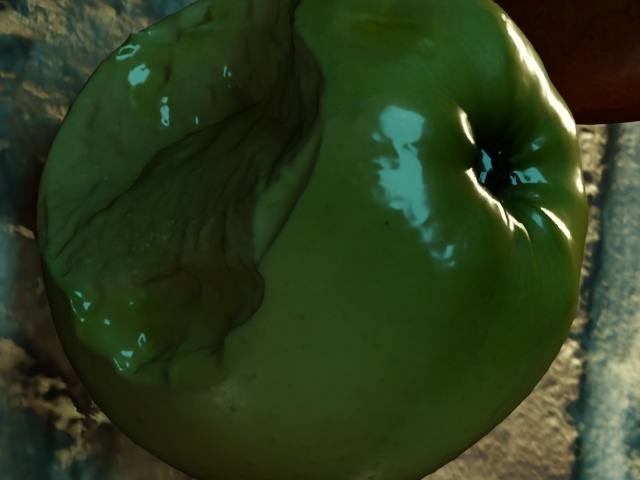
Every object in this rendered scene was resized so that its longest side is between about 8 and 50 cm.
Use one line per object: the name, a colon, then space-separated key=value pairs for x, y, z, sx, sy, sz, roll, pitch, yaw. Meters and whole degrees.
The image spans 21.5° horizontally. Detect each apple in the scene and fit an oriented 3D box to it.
apple: x=0.183 y=-0.189 z=1.092 sx=0.234 sy=0.234 sz=0.234 roll=18 pitch=61 yaw=-36
apple: x=0.000 y=0.000 z=0.841 sx=0.279 sy=0.279 sz=0.279 roll=18 pitch=61 yaw=-36
